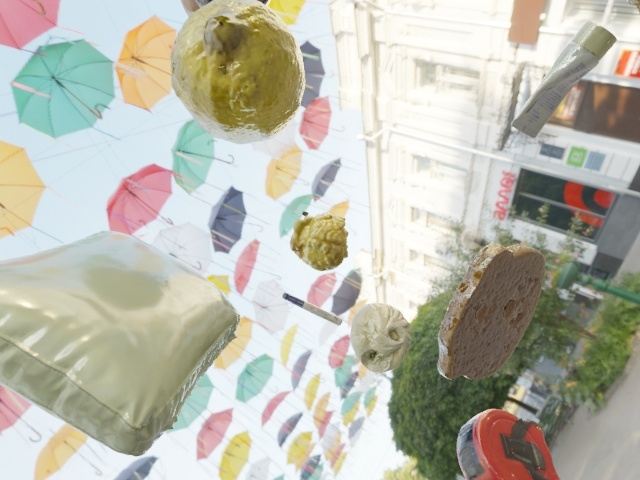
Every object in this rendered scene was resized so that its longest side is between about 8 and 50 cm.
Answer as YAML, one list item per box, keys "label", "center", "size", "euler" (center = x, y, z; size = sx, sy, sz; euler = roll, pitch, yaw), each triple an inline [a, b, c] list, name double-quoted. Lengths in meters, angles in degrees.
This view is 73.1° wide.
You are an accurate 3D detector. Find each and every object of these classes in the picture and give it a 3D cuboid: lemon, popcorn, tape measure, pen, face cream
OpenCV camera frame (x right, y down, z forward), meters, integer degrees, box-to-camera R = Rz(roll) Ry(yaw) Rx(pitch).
- label: "lemon"
  center: [-0.148, -0.308, 0.801]
  size: [0.320, 0.245, 0.246]
  euler: [39, -104, -88]
- label: "popcorn"
  center: [0.000, 0.000, 1.194]
  size: [0.179, 0.170, 0.180]
  euler: [-29, -21, -12]
- label: "tape measure"
  center: [0.475, 0.560, 1.086]
  size: [0.253, 0.260, 0.114]
  euler: [-86, 20, -50]
- label: "pen"
  center: [-0.021, 0.189, 1.185]
  size: [0.204, 0.025, 0.025]
  euler: [31, -97, -30]
- label: "face cream"
  center: [0.483, -0.319, 0.876]
  size: [0.114, 0.070, 0.224]
  euler: [7, -53, -40]

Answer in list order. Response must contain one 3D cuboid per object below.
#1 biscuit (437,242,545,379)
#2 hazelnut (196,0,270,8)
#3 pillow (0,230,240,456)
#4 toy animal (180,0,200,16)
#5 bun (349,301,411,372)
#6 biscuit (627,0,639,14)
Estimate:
- label: "biscuit"
  center: [0.313, 0.135, 0.794]
  size: [0.257, 0.049, 0.273]
  euler: [5, -73, -38]
- label: "hazelnut"
  center: [-0.209, -0.631, 1.085]
  size: [0.208, 0.208, 0.208]
  euler: [-38, -39, -40]
- label: "pillow"
  center: [-0.233, 0.087, 0.504]
  size: [0.120, 0.255, 0.322]
  euler: [-58, 1, 10]
- label: "toy animal"
  center: [-0.329, -0.789, 1.336]
  size: [0.213, 0.255, 0.195]
  euler: [51, -125, -54]
- label: "bun"
  center: [0.179, 0.277, 1.242]
  size: [0.128, 0.178, 0.193]
  euler: [-39, 26, 54]
- label: "biscuit"
  center: [0.556, -0.456, 0.665]
  size: [0.225, 0.036, 0.166]
  euler: [-39, -69, -6]
